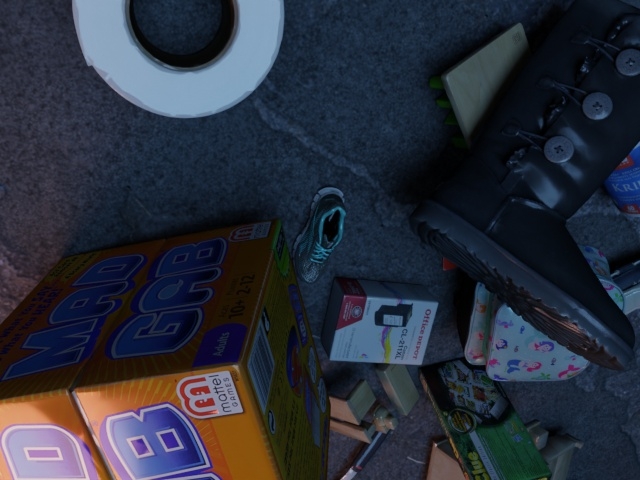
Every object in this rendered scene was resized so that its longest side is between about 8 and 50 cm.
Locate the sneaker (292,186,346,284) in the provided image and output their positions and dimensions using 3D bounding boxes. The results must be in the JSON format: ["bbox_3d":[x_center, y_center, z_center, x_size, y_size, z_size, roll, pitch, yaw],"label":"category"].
[{"bbox_3d":[0.000,0.000,1.029,0.064,0.076,0.167,10,108,-17],"label":"sneaker"}]

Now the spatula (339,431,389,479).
[{"bbox_3d":[0.050,0.459,1.250,0.084,0.030,0.296,34,99,-25],"label":"spatula"}]

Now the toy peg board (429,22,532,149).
[{"bbox_3d":[0.259,-0.231,1.016,0.160,0.079,0.161,-37,118,-15],"label":"toy peg board"}]

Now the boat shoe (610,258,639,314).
[{"bbox_3d":[0.538,0.097,1.203,0.254,0.079,0.095,-27,132,6],"label":"boat shoe"}]

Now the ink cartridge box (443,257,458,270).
[{"bbox_3d":[0.306,-0.018,1.120,0.179,0.045,0.146,-8,112,-14],"label":"ink cartridge box"}]

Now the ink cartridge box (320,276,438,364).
[{"bbox_3d":[0.101,0.141,1.113,0.175,0.072,0.128,6,109,-16],"label":"ink cartridge box"}]

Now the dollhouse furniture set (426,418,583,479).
[{"bbox_3d":[0.406,0.441,1.325,0.355,0.173,0.303,-9,114,-38],"label":"dollhouse furniture set"}]

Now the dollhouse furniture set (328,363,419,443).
[{"bbox_3d":[0.074,0.282,1.188,0.151,0.123,0.144,-45,121,-33],"label":"dollhouse furniture set"}]

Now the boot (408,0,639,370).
[{"bbox_3d":[0.401,-0.095,0.923,0.367,0.146,0.445,38,82,5],"label":"boot"}]

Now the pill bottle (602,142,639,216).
[{"bbox_3d":[0.513,-0.155,1.075,0.124,0.124,0.221,-41,115,4],"label":"pill bottle"}]

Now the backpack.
[{"bbox_3d":[0.372,0.117,1.075,0.253,0.191,0.225,-2,126,-2],"label":"backpack"}]

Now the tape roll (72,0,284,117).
[{"bbox_3d":[-0.179,-0.292,0.816,0.246,0.169,0.246,-5,113,-12],"label":"tape roll"}]

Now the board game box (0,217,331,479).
[{"bbox_3d":[-0.199,0.228,0.868,0.356,0.357,0.356,-11,114,8],"label":"board game box"}]

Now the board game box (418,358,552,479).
[{"bbox_3d":[0.282,0.319,1.132,0.136,0.260,0.030,-7,130,-11],"label":"board game box"}]
